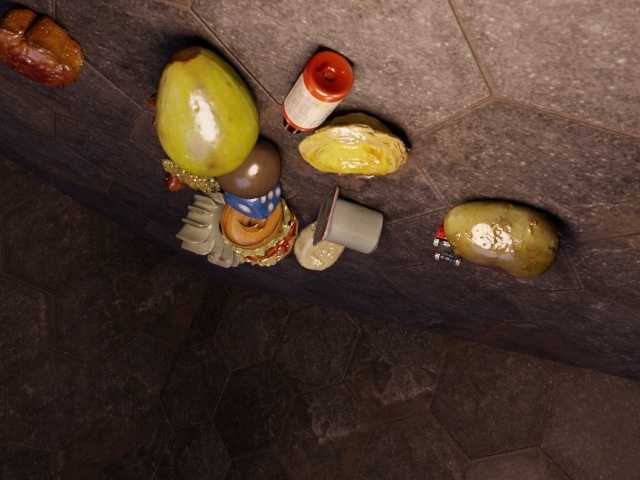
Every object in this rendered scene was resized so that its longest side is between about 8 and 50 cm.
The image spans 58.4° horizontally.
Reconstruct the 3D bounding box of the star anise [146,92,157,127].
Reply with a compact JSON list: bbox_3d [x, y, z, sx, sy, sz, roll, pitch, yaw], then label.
[{"bbox_3d":[-0.380,-0.358,1.575,0.212,0.111,0.196,4,163,25],"label":"star anise"}]

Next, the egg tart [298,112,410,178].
[{"bbox_3d":[0.084,-0.231,1.400,0.279,0.095,0.279,6,166,1],"label":"egg tart"}]

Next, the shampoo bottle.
[{"bbox_3d":[-0.022,-0.313,1.280,0.104,0.104,0.278,26,163,-13],"label":"shampoo bottle"}]

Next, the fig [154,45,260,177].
[{"bbox_3d":[-0.280,-0.308,1.373,0.258,0.258,0.326,17,151,15],"label":"fig"}]

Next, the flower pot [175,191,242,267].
[{"bbox_3d":[-0.400,-0.031,2.325,0.164,0.254,0.367,16,166,33],"label":"flower pot"}]

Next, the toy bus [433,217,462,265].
[{"bbox_3d":[0.403,0.007,1.772,0.081,0.089,0.195,16,162,20],"label":"toy bus"}]

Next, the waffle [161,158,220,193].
[{"bbox_3d":[-0.477,-0.243,2.143,0.223,0.054,0.204,20,165,5],"label":"waffle"}]

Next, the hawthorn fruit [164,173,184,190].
[{"bbox_3d":[-0.587,-0.233,2.295,0.077,0.077,0.077,20,163,6],"label":"hawthorn fruit"}]

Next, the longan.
[{"bbox_3d":[-0.211,-0.214,1.673,0.220,0.196,0.196,9,159,32],"label":"longan"}]

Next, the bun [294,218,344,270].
[{"bbox_3d":[0.000,0.000,2.115,0.134,0.220,0.220,46,180,36],"label":"bun"}]

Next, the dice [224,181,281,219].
[{"bbox_3d":[-0.227,-0.163,1.931,0.146,0.146,0.143,14,160,26],"label":"dice"}]

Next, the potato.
[{"bbox_3d":[0.474,-0.008,1.500,0.307,0.173,0.210,15,164,11],"label":"potato"}]

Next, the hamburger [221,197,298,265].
[{"bbox_3d":[-0.211,-0.041,2.074,0.274,0.274,0.212,14,160,24],"label":"hamburger"}]

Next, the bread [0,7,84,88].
[{"bbox_3d":[-0.754,-0.502,1.540,0.232,0.135,0.246,25,163,-13],"label":"bread"}]

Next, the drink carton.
[{"bbox_3d":[0.091,-0.054,1.861,0.189,0.185,0.191,13,164,-12],"label":"drink carton"}]
